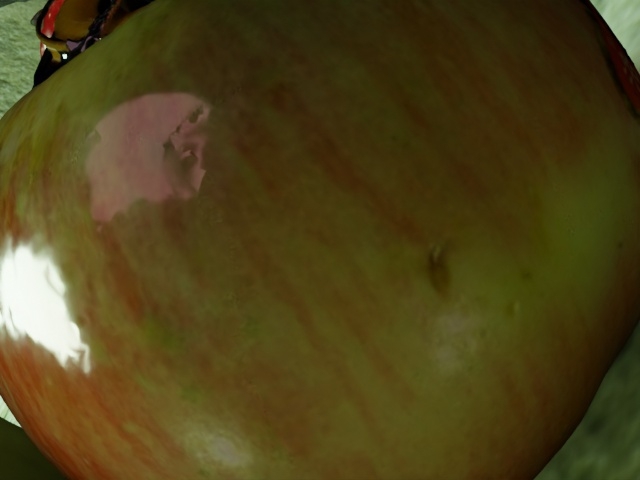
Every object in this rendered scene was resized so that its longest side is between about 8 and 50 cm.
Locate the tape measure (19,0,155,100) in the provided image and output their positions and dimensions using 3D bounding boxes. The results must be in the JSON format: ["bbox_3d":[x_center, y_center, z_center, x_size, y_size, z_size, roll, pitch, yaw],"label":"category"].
[{"bbox_3d":[-0.037,-0.101,0.696,0.223,0.135,0.202,-47,25,-15],"label":"tape measure"}]

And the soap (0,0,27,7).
[{"bbox_3d":[-0.015,-0.170,0.385,0.302,0.159,0.258,-1,25,41],"label":"soap"}]

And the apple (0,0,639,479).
[{"bbox_3d":[0.000,0.000,0.409,0.209,0.164,0.209,-29,9,5],"label":"apple"}]

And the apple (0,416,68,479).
[{"bbox_3d":[-0.169,0.194,0.488,0.292,0.254,0.292,-52,19,26],"label":"apple"}]

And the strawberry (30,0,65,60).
[{"bbox_3d":[-0.091,-0.165,0.936,0.187,0.184,0.201,-34,26,-32],"label":"strawberry"}]
